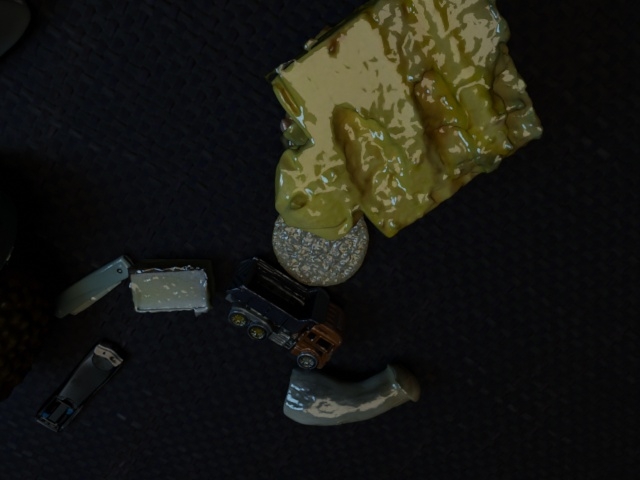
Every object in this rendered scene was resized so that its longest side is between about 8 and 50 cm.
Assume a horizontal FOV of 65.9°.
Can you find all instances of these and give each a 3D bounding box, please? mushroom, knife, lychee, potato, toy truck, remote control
[{"bbox_3d":[0.051,0.251,0.804,0.223,0.092,0.081,-5,154,7],"label":"mushroom"},{"bbox_3d":[-0.358,0.076,0.775,0.162,0.023,0.044,-29,105,12],"label":"knife"},{"bbox_3d":[-0.513,0.129,0.697,0.271,0.236,0.236,-37,107,-9],"label":"lychee"},{"bbox_3d":[-0.221,0.068,0.750,0.122,0.061,0.086,-1,111,0],"label":"potato"},{"bbox_3d":[-0.052,0.107,0.740,0.192,0.083,0.092,34,121,-12],"label":"toy truck"},{"bbox_3d":[-0.410,0.250,0.840,0.059,0.028,0.212,40,107,-12],"label":"remote control"}]

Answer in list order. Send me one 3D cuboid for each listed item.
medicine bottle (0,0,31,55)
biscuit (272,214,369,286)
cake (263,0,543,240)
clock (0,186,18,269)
[{"bbox_3d":[-0.537,-0.250,0.604,0.324,0.124,0.179,-30,108,13],"label":"medicine bottle"},{"bbox_3d":[0.000,0.000,0.741,0.151,0.020,0.152,0,109,1],"label":"biscuit"},{"bbox_3d":[0.062,-0.148,0.573,0.285,0.227,0.223,-30,108,12],"label":"cake"},{"bbox_3d":[-0.543,0.015,0.611,0.312,0.313,0.062,-7,140,4],"label":"clock"}]
